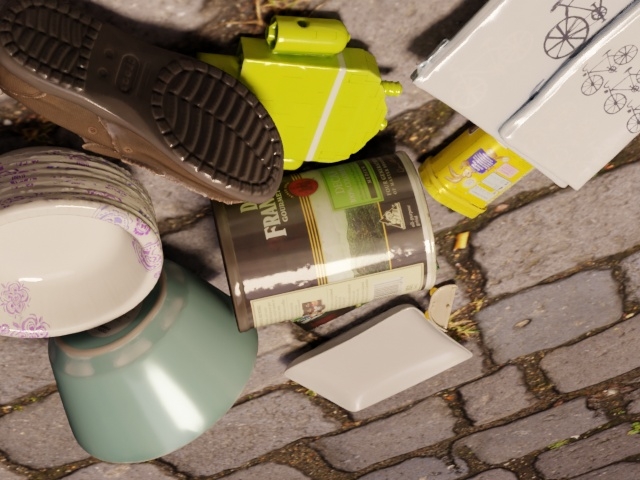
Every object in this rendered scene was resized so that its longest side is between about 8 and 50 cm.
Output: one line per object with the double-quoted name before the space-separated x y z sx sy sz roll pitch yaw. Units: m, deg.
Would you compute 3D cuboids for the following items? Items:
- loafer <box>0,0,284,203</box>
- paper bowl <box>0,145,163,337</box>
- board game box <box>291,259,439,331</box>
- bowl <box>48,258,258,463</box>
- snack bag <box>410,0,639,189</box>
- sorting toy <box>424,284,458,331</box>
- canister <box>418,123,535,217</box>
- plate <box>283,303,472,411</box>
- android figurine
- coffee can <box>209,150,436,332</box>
"loafer" -0.206 -0.151 1.173 0.366 0.133 0.130 31 153 -22
"paper bowl" -0.351 -0.010 1.311 0.284 0.148 0.284 -11 145 -7
"board game box" 0.055 0.066 1.694 0.260 0.030 0.136 -27 142 15
"bowl" -0.262 0.142 1.469 0.312 0.311 0.163 -22 128 9
"snack bag" 0.333 -0.237 1.298 0.342 0.037 0.323 28 119 -35
"sorting toy" 0.217 0.121 1.810 0.045 0.083 0.075 12 170 21
"canister" 0.243 -0.118 1.469 0.126 0.073 0.170 23 129 -41
"plate" 0.108 0.215 1.910 0.278 0.045 0.277 -29 145 18
"android figurine" -0.033 -0.175 1.287 0.273 0.056 0.248 0 142 -17
"coffee can" 0.000 0.000 1.422 0.275 0.201 0.201 -12 146 -7
